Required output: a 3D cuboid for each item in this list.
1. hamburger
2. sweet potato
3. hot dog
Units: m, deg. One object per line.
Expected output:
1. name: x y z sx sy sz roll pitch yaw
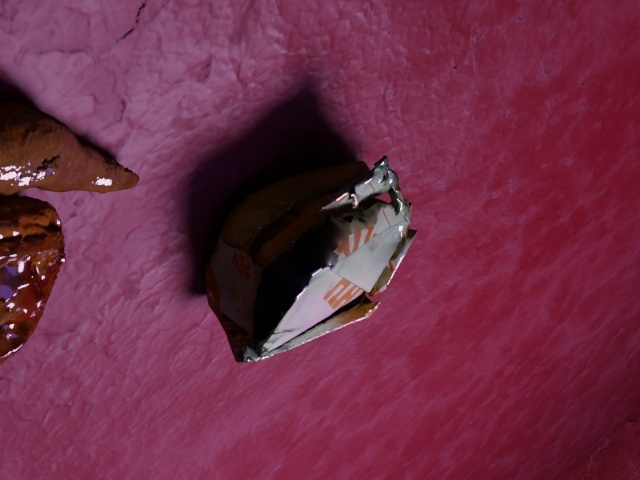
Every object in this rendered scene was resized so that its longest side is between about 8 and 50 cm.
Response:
1. hamburger: 0.002 -0.001 0.989 0.214 0.125 0.235 -33 151 -33
2. sweet potato: -0.196 -0.062 0.734 0.068 0.068 0.226 -58 156 19
3. hot dog: -0.270 0.031 0.717 0.227 0.099 0.160 -13 138 -47
